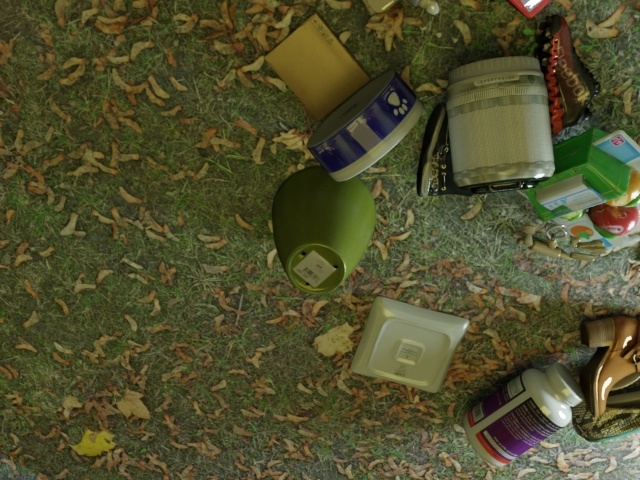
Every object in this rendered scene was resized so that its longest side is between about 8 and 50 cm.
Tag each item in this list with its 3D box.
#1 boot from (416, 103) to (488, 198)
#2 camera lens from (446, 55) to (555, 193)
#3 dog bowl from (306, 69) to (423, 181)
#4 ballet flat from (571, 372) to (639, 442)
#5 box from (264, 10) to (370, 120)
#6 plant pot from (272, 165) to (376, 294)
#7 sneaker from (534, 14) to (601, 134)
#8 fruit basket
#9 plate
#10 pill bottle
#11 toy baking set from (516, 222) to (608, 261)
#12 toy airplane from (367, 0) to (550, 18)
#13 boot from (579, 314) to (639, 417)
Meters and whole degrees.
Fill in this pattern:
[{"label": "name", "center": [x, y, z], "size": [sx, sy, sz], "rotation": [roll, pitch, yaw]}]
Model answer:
[{"label": "boot", "center": [0.337, -0.208, 1.738], "size": [0.178, 0.085, 0.236], "rotation": [7, 118, -4]}, {"label": "camera lens", "center": [0.394, -0.246, 1.586], "size": [0.219, 0.219, 0.274], "rotation": [-6, 91, 7]}, {"label": "dog bowl", "center": [0.098, -0.259, 1.621], "size": [0.265, 0.265, 0.104], "rotation": [-37, 107, 21]}, {"label": "ballet flat", "center": [0.947, 0.443, 2.006], "size": [0.482, 0.164, 0.182], "rotation": [-11, 98, 12]}, {"label": "box", "center": [-0.008, -0.406, 1.689], "size": [0.164, 0.021, 0.201], "rotation": [-36, 110, 21]}, {"label": "plant pot", "center": [0.000, 0.000, 1.751], "size": [0.274, 0.293, 0.275], "rotation": [2, 119, 3]}, {"label": "sneaker", "center": [0.559, -0.377, 1.618], "size": [0.135, 0.098, 0.276], "rotation": [-9, 119, 9]}, {"label": "fruit basket", "center": [0.662, -0.089, 1.679], "size": [0.353, 0.165, 0.327], "rotation": [40, 147, -20]}, {"label": "plate", "center": [0.250, 0.310, 2.039], "size": [0.277, 0.045, 0.278], "rotation": [15, 119, -4]}, {"label": "pill bottle", "center": [0.575, 0.486, 2.030], "size": [0.181, 0.181, 0.323], "rotation": [41, 114, -16]}, {"label": "toy baking set", "center": [0.588, 0.000, 1.781], "size": [0.256, 0.197, 0.030], "rotation": [16, 73, -11]}, {"label": "toy airplane", "center": [0.290, -0.632, 1.403], "size": [0.384, 0.272, 0.386], "rotation": [3, 119, 3]}, {"label": "boot", "center": [0.829, 0.343, 1.961], "size": [0.220, 0.109, 0.283], "rotation": [-4, 93, -1]}]
